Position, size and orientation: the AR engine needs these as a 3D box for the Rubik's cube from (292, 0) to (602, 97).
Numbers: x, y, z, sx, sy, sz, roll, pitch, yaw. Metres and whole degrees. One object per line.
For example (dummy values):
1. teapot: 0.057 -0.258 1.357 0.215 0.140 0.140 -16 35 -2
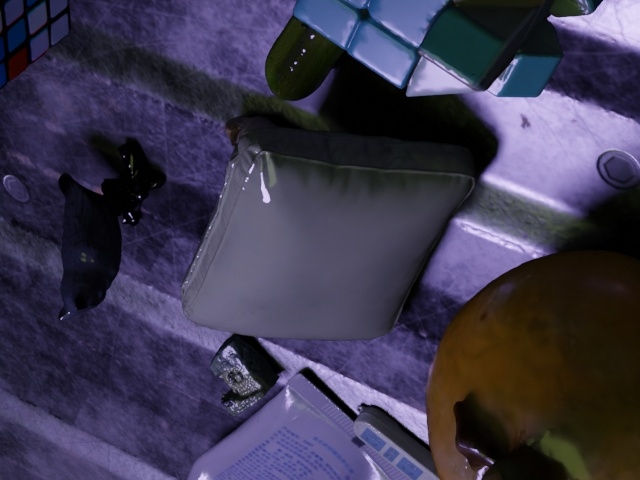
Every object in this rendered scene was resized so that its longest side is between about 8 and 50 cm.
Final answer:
1. Rubik's cube: 0.119 -0.220 1.273 0.213 0.224 0.265 35 135 7

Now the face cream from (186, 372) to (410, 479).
1. face cream: -0.060 0.348 2.055 0.235 0.137 0.420 46 133 -4

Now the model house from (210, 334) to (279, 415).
1. model house: -0.107 0.171 1.949 0.083 0.066 0.079 48 139 -7

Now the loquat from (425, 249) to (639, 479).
1. loquat: 0.245 0.175 1.445 0.328 0.359 0.328 9 109 30

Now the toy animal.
1. toy animal: -0.277 -0.012 1.808 0.117 0.210 0.121 34 142 -14

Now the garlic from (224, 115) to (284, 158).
1. garlic: -0.062 -0.094 1.655 0.113 0.094 0.074 37 101 14

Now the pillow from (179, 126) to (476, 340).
1. pillow: 0.000 0.000 1.599 0.255 0.119 0.322 5 143 -17

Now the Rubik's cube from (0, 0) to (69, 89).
1. Rubik's cube: -0.385 -0.279 1.689 0.154 0.151 0.155 25 138 18

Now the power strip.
1. power strip: 0.115 0.272 1.889 0.191 0.030 0.047 39 142 4

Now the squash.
1. squash: 0.006 -0.213 1.494 0.066 0.066 0.229 42 141 -1
